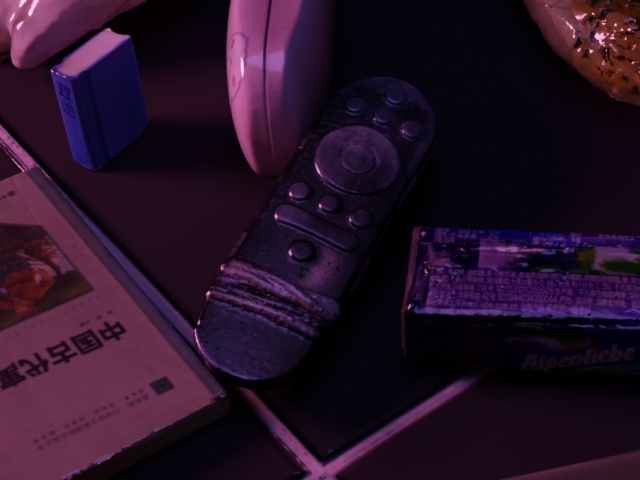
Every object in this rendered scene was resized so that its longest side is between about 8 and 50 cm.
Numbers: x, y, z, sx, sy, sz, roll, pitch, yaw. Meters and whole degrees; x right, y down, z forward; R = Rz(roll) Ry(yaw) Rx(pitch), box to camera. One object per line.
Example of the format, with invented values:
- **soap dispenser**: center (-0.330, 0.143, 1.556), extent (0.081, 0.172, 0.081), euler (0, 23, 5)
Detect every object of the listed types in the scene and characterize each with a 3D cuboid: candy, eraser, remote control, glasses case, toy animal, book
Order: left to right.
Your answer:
- **book**: center (-0.214, 0.066, 0.918), extent (0.215, 0.025, 0.282), euler (-27, 46, -23)
- **toy animal**: center (-0.199, -0.300, 1.175), extent (0.308, 0.188, 0.266), euler (-32, 48, -18)
- **eraser**: center (-0.159, -0.102, 1.041), extent (0.027, 0.085, 0.063), euler (22, 49, 27)
- **glasses case**: center (-0.027, -0.169, 1.076), extent (0.075, 0.113, 0.297), euler (-2, 44, 6)
- **remote control**: center (0.000, 0.000, 0.940), extent (0.090, 0.066, 0.266), euler (22, 54, 15)
- **candy**: center (0.206, 0.042, 0.871), extent (0.312, 0.061, 0.088), euler (4, 43, 9)

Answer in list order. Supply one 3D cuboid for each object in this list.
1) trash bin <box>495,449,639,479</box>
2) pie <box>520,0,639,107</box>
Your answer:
- **trash bin**: center (0.086, 0.203, 0.667), extent (0.240, 0.122, 0.164), euler (-12, 37, -10)
- **pie**: center (0.321, -0.189, 1.090), extent (0.371, 0.078, 0.296), euler (8, 47, 13)
